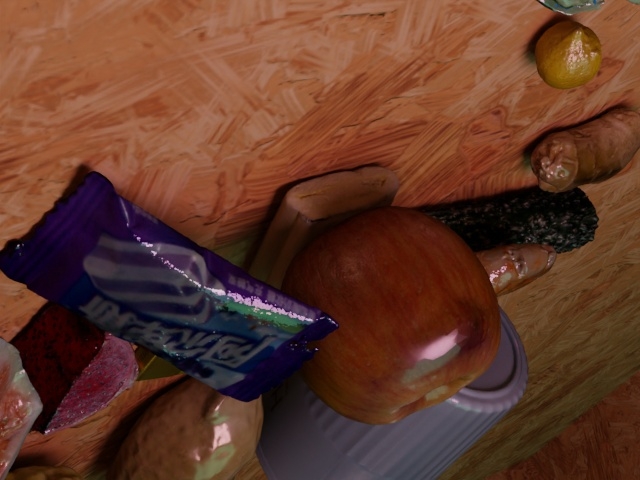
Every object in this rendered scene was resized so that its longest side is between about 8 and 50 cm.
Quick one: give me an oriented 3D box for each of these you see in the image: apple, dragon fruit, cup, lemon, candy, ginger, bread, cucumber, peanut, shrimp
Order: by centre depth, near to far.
[{"bbox_3d":[-0.126,0.049,0.838,0.275,0.070,0.145,34,127,-21],"label":"candy"},{"bbox_3d":[-0.231,0.112,0.952,0.147,0.102,0.096,-44,159,22],"label":"dragon fruit"},{"bbox_3d":[0.066,0.074,0.953,0.211,0.187,0.211,-23,156,-11],"label":"apple"},{"bbox_3d":[0.242,-0.182,0.954,0.065,0.065,0.092,-29,162,-3],"label":"lemon"},{"bbox_3d":[0.000,0.000,1.037,0.140,0.060,0.178,-17,153,-29],"label":"bread"},{"bbox_3d":[0.133,0.063,1.128,0.295,0.062,0.154,-12,163,-8],"label":"shrimp"},{"bbox_3d":[0.329,-0.109,1.195,0.190,0.068,0.095,-19,159,-27],"label":"ginger"},{"bbox_3d":[0.206,-0.007,1.221,0.360,0.096,0.096,-11,150,-39],"label":"cucumber"},{"bbox_3d":[-0.185,0.299,1.298,0.174,0.158,0.340,5,139,-21],"label":"peanut"},{"bbox_3d":[0.119,0.202,1.336,0.331,0.256,0.311,-5,144,-42],"label":"cup"}]

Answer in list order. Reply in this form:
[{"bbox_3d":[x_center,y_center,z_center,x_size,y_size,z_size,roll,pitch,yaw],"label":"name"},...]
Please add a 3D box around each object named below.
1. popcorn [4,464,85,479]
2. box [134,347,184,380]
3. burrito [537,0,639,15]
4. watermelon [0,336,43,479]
[{"bbox_3d":[-0.374,0.396,1.171,0.293,0.293,0.237,-29,163,-3],"label":"popcorn"},{"bbox_3d":[-0.120,0.112,1.159,0.193,0.030,0.121,-3,144,-48],"label":"box"},{"bbox_3d":[0.230,-0.237,0.823,0.288,0.054,0.104,2,123,-50],"label":"burrito"},{"bbox_3d":[-0.350,0.171,0.837,0.256,0.176,0.260,30,88,-44],"label":"watermelon"}]
